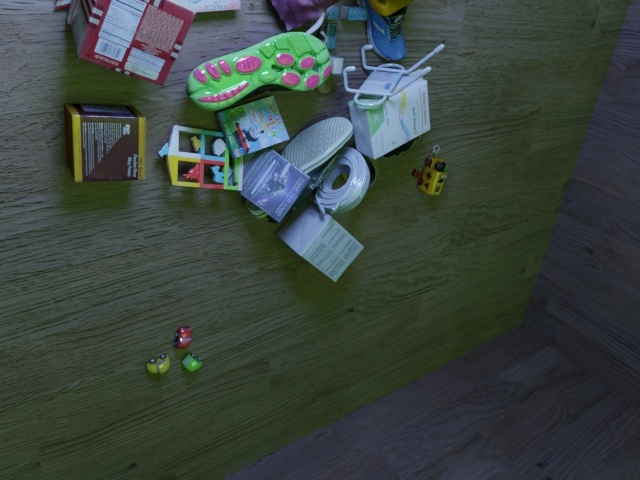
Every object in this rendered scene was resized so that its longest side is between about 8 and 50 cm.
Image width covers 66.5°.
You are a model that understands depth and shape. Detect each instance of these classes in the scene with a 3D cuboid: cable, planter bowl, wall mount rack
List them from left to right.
[{"bbox_3d":[0.075,-0.232,1.897,0.257,0.257,0.089,-40,142,13],"label":"cable"},{"bbox_3d":[0.179,-0.310,2.014,0.109,0.162,0.162,-45,142,-43],"label":"planter bowl"},{"bbox_3d":[0.256,-0.594,1.711,0.350,0.304,0.131,-60,153,-42],"label":"wall mount rack"}]

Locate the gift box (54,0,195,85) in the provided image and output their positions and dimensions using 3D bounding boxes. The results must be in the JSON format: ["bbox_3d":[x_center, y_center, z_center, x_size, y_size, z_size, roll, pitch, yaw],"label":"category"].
[{"bbox_3d":[-0.505,-0.570,1.244,0.255,0.258,0.276,14,127,-44],"label":"gift box"}]

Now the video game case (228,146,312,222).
[{"bbox_3d":[-0.196,-0.221,1.728,0.274,0.026,0.196,36,94,0],"label":"video game case"}]

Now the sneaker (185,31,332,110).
[{"bbox_3d":[-0.192,-0.539,1.529,0.482,0.202,0.185,-17,117,-18],"label":"sneaker"}]

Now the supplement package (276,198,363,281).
[{"bbox_3d":[0.000,0.000,2.028,0.198,0.199,0.262,-51,135,0],"label":"supplement package"}]

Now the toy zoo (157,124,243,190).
[{"bbox_3d":[-0.393,-0.270,1.619,0.293,0.030,0.193,0,94,-37],"label":"toy zoo"}]

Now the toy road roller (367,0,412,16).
[{"bbox_3d":[0.182,-0.867,1.539,0.202,0.329,0.241,-35,145,-14],"label":"toy road roller"}]

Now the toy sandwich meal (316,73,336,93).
[{"bbox_3d":[0.016,-0.580,1.791,0.085,0.029,0.086,-19,131,-23],"label":"toy sandwich meal"}]

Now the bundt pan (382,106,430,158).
[{"bbox_3d":[0.278,-0.504,1.973,0.330,0.124,0.331,-19,126,-28],"label":"bundt pan"}]

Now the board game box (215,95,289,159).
[{"bbox_3d":[-0.230,-0.387,1.669,0.211,0.039,0.160,-25,101,-24],"label":"board game box"}]

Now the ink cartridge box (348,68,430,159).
[{"bbox_3d":[0.292,-0.478,1.828,0.353,0.119,0.207,-31,131,-19],"label":"ink cartridge box"}]

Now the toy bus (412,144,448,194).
[{"bbox_3d":[0.549,-0.314,2.316,0.191,0.104,0.202,-42,135,-8],"label":"toy bus"}]

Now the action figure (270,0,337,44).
[{"bbox_3d":[0.004,-0.730,1.440,0.248,0.370,0.276,-32,113,-36],"label":"action figure"}]

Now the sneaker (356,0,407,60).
[{"bbox_3d":[0.239,-0.780,1.749,0.130,0.147,0.330,-45,136,-5],"label":"sneaker"}]

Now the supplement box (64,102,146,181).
[{"bbox_3d":[-0.622,-0.283,1.417,0.194,0.129,0.191,-8,121,-34],"label":"supplement box"}]

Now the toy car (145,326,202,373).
[{"bbox_3d":[-0.563,0.487,2.010,0.239,0.053,0.225,-47,135,-3],"label":"toy car"}]

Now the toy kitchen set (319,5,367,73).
[{"bbox_3d":[0.086,-0.700,1.700,0.166,0.122,0.207,-15,126,-30],"label":"toy kitchen set"}]

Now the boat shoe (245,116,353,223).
[{"bbox_3d":[-0.065,-0.259,1.834,0.500,0.187,0.156,-46,140,3],"label":"boat shoe"}]

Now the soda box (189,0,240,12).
[{"bbox_3d":[-0.326,-0.704,1.425,0.183,0.058,0.063,-19,128,-28],"label":"soda box"}]
